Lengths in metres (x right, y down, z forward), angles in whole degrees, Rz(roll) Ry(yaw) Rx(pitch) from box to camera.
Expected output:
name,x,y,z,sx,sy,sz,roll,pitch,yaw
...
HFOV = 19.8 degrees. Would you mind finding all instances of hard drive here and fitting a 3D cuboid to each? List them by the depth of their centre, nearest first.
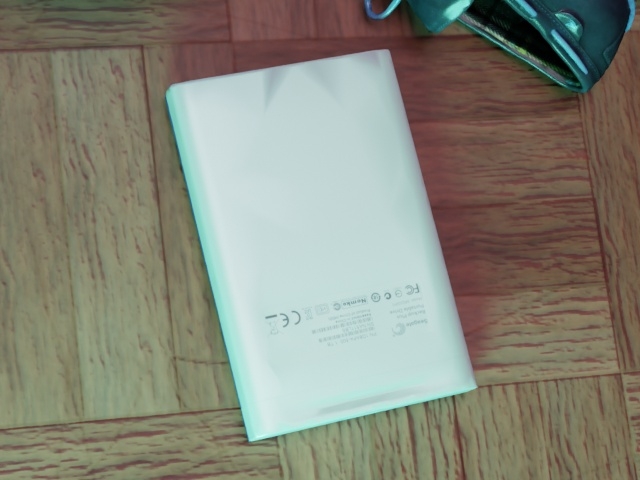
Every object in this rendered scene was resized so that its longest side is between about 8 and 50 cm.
name,x,y,z,sx,sy,sz,roll,pitch,yaw
hard drive,0.000,0.000,1.635,0.210,0.040,0.319,-11,80,-18

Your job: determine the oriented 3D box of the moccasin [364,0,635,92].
name,x,y,z,sx,sy,sz,roll,pitch,yaw
moccasin,0.130,-0.243,1.680,0.342,0.138,0.117,23,77,-8
